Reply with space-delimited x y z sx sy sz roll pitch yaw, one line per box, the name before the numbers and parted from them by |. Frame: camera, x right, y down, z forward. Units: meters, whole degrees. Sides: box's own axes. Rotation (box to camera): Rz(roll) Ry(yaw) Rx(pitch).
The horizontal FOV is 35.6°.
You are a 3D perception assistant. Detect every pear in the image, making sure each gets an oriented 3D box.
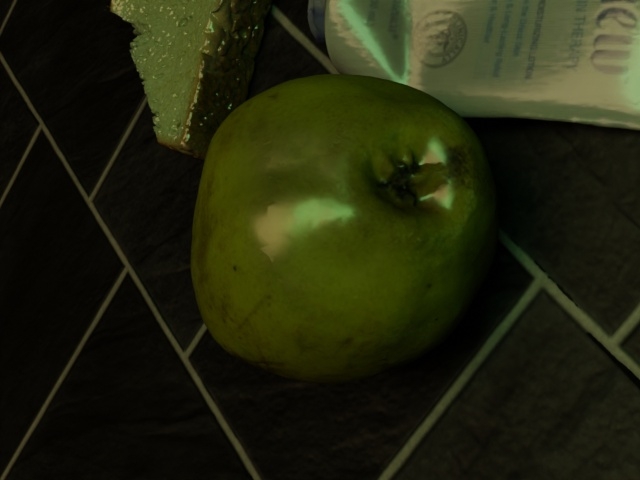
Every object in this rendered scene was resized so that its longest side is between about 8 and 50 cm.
pear | 0.000 0.000 0.965 0.375 0.287 0.287 -27 63 51

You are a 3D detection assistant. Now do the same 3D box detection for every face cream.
face cream | 0.172 -0.223 0.967 0.420 0.137 0.234 8 86 33

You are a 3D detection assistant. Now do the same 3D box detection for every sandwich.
sandwich | -0.184 -0.260 1.309 0.254 0.100 0.288 17 93 39
